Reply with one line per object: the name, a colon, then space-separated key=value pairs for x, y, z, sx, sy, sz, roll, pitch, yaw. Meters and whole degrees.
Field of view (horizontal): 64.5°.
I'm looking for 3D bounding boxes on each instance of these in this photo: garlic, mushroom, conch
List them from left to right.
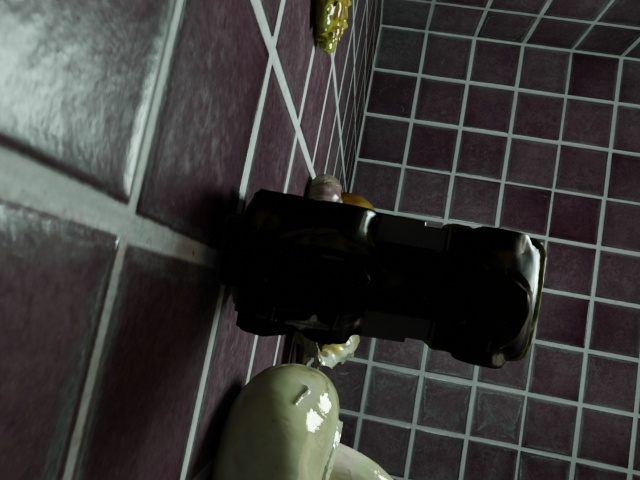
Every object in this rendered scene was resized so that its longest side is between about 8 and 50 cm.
mushroom: x=-0.053 y=0.395 z=0.846 sx=0.315 sy=0.314 sz=0.356 roll=54 pitch=12 yaw=-82
conch: x=0.006 y=0.242 z=1.490 sx=0.263 sy=0.186 sz=0.325 roll=-52 pitch=137 yaw=-66
garlic: x=0.013 y=-0.095 z=1.332 sx=0.147 sy=0.101 sz=0.159 roll=86 pitch=15 yaw=-63

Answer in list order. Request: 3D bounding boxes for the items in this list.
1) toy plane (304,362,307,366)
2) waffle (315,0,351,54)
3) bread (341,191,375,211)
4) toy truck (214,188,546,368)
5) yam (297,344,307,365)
toy plane: x=-0.082 y=0.495 z=1.452 sx=0.254 sy=0.104 sz=0.272 roll=-28 pitch=125 yaw=-65
waffle: x=0.035 y=-0.539 z=1.014 sx=0.301 sy=0.058 sz=0.282 roll=95 pitch=8 yaw=-48
bread: x=0.116 y=-0.085 z=1.956 sx=0.149 sy=0.195 sz=0.344 roll=-61 pitch=-177 yaw=23
toy truck: x=0.071 y=0.043 z=0.694 sx=0.254 sy=0.404 sz=0.181 roll=-133 pitch=-127 yaw=-85
yam: x=-0.060 y=0.393 z=1.757 sx=0.045 sy=0.045 sz=0.327 roll=-43 pitch=150 yaw=-42
